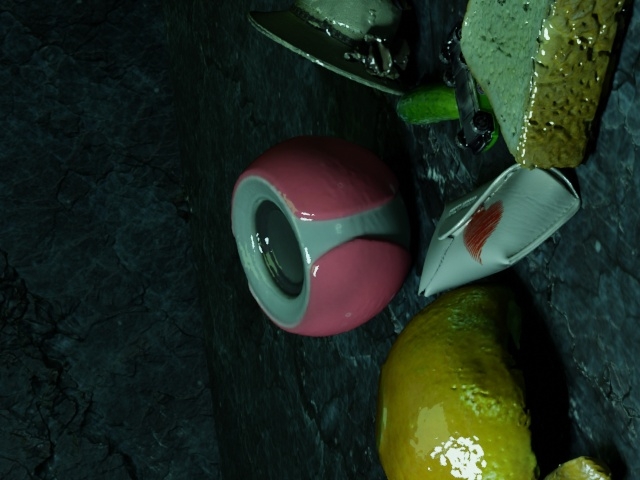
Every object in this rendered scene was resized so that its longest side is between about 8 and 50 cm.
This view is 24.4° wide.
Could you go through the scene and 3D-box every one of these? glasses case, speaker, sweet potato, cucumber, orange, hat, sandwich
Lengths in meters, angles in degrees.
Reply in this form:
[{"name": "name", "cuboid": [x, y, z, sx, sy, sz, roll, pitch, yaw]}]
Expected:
[{"name": "glasses case", "cuboid": [0.191, -0.010, 1.775, 0.083, 0.128, 0.308, 42, 161, -6]}, {"name": "speaker", "cuboid": [0.000, 0.000, 2.160, 0.294, 0.294, 0.294, 175, 90, -73]}, {"name": "sweet potato", "cuboid": [0.269, 0.317, 1.678, 0.244, 0.077, 0.077, 106, 154, -48]}, {"name": "cucumber", "cuboid": [0.149, -0.183, 1.984, 0.250, 0.056, 0.056, -175, 81, -70]}, {"name": "orange", "cuboid": [0.167, 0.199, 1.811, 0.334, 0.196, 0.262, -82, 13, -48]}, {"name": "hat", "cuboid": [0.037, -0.317, 2.082, 0.130, 0.257, 0.257, -64, 27, 15]}, {"name": "sandwich", "cuboid": [0.241, -0.257, 1.601, 0.249, 0.095, 0.273, -108, 20, -47]}]

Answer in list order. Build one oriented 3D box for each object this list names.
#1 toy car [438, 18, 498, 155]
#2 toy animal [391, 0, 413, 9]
[{"name": "toy car", "cuboid": [0.193, -0.188, 1.823, 0.071, 0.062, 0.165, 129, 135, -67]}, {"name": "toy animal", "cuboid": [0.093, -0.390, 1.954, 0.272, 0.197, 0.160, -3, 71, 31]}]
